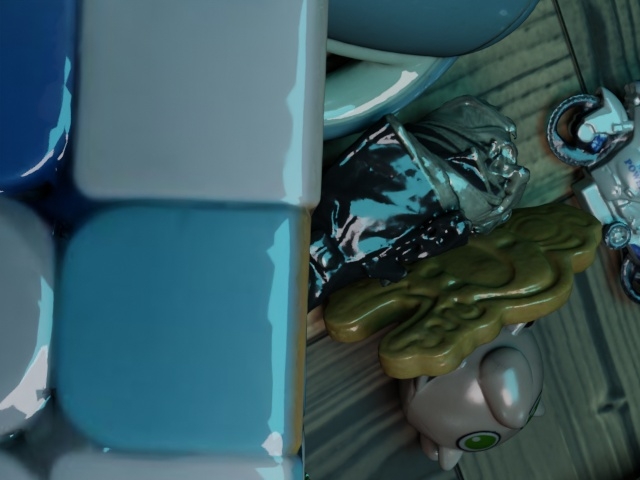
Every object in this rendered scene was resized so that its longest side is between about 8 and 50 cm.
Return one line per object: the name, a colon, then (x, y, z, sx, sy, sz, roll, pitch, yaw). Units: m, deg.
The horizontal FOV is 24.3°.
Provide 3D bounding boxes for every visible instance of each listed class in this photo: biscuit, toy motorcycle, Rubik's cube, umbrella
biscuit: (0.122, 0.030, 1.173, 0.236, 0.144, 0.040, -30, 132, -24)
toy motorcycle: (0.299, -0.049, 1.297, 0.150, 0.102, 0.221, -30, 105, -3)
Rubik's cube: (-0.175, 0.041, 0.821, 0.347, 0.344, 0.346, 1, 86, -2)
umbrella: (0.004, 0.004, 1.121, 0.358, 0.106, 0.113, -30, 80, -20)

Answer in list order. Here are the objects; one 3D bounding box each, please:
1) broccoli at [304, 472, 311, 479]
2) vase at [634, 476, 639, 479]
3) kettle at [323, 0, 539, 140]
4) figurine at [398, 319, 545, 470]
broccoli: (-0.077, 0.186, 1.069, 0.195, 0.156, 0.195, 11, 57, -18)
vase: (0.297, 0.270, 1.287, 0.360, 0.165, 0.165, -33, 108, -27)
kettle: (0.004, -0.227, 1.065, 0.342, 0.247, 0.319, 30, 110, -36)
figurine: (0.124, 0.113, 1.189, 0.125, 0.125, 0.138, -27, 150, -25)
